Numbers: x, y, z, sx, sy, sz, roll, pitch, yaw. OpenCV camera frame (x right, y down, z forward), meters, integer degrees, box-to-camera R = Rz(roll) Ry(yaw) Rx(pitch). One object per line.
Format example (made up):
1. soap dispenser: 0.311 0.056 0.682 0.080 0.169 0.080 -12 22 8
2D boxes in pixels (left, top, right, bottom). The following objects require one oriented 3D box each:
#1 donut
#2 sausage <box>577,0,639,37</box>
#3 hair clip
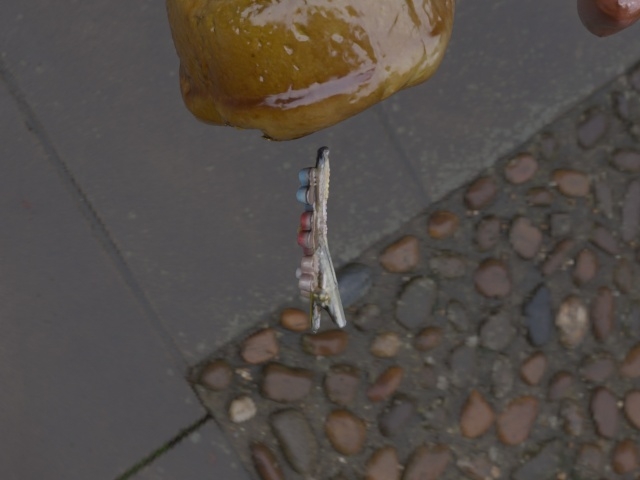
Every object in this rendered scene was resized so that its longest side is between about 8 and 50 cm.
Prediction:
1. donut: -0.010 -0.226 1.051 0.299 0.317 0.150 -35 123 -21
2. sausage: 0.320 -0.267 1.215 0.077 0.194 0.077 1 95 8
3. hair clip: -0.006 0.000 1.268 0.056 0.062 0.214 -4 95 20
